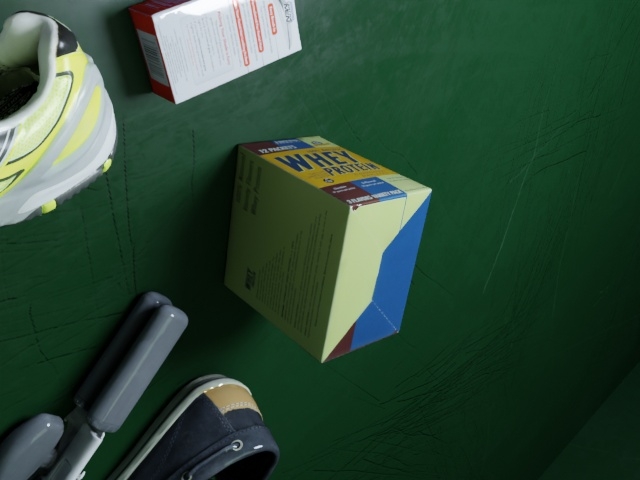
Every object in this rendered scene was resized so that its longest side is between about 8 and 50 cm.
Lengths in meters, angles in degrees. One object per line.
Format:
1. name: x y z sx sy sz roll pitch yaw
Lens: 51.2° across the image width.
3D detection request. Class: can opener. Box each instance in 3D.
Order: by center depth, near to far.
1. can opener: -0.261 0.183 0.770 0.280 0.074 0.093 -53 139 -6

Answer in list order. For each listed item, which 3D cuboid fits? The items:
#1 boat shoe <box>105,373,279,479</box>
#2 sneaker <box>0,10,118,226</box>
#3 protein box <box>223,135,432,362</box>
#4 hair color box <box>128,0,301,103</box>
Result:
1. boat shoe: -0.232 0.418 0.889 0.500 0.156 0.187 -53 142 -4
2. sneaker: -0.326 -0.041 0.487 0.385 0.145 0.147 -47 164 -28
3. protein box: 0.000 0.000 0.823 0.136 0.201 0.200 -13 123 -40
4. hair color box: -0.103 -0.219 0.694 0.167 0.053 0.093 -31 132 -27
